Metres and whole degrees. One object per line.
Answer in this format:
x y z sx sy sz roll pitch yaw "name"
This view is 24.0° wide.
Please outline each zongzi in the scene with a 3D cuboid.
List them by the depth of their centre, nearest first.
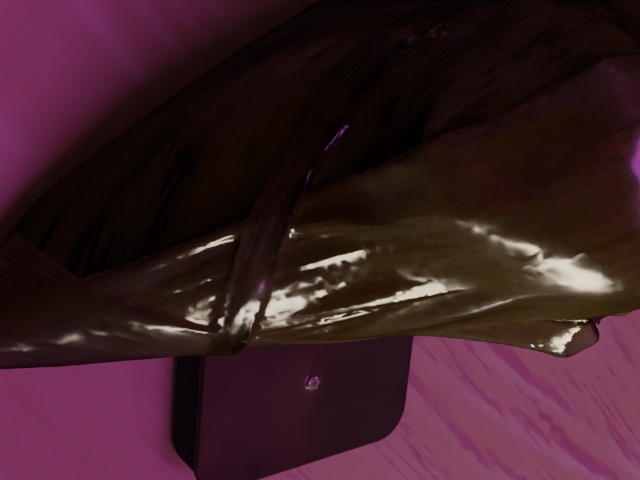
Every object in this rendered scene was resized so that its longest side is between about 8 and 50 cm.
0.000 0.000 0.545 0.274 0.251 0.125 -31 112 -24 "zongzi"

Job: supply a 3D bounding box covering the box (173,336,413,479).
-0.012 0.062 0.710 0.126 0.031 0.091 -13 118 -36 "box"
